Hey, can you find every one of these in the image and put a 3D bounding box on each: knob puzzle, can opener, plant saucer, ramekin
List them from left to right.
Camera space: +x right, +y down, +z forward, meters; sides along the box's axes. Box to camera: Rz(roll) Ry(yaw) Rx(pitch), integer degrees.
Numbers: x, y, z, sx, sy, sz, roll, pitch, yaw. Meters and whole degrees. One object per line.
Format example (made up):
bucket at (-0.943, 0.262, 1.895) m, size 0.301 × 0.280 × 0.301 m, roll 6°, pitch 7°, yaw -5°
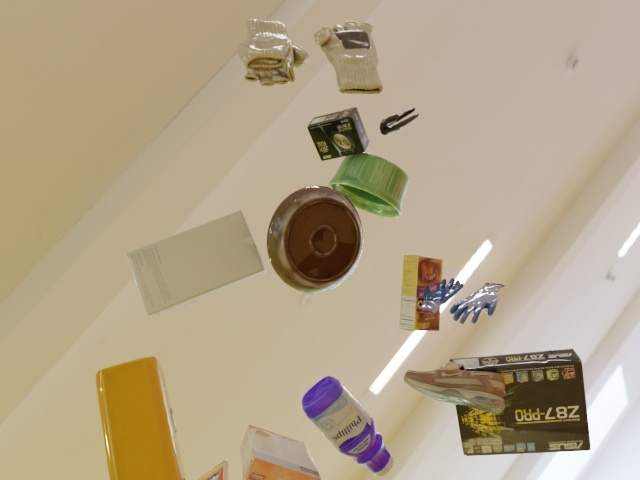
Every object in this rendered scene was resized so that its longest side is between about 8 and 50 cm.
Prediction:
knob puzzle at (-0.318, 0.683, 1.227) m, size 0.213 × 0.213 × 0.030 m, roll -43°, pitch -69°, yaw -13°
plant saucer at (0.000, 0.000, 1.346) m, size 0.310 × 0.050 × 0.311 m, roll -3°, pitch -84°, yaw -26°
ramekin at (0.195, -0.219, 1.840) m, size 0.303 × 0.303 × 0.148 m, roll 31°, pitch -101°, yaw -44°
can opener at (0.284, -0.427, 1.699) m, size 0.186 × 0.073 × 0.059 m, roll -27°, pitch -82°, yaw -29°

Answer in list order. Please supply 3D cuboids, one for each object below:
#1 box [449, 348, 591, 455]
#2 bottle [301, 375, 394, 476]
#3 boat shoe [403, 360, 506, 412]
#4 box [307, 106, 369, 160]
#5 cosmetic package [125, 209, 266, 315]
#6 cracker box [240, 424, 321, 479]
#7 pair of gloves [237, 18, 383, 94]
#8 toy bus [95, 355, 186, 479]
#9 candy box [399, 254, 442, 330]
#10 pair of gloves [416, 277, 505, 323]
box at (0.640, 0.529, 1.543) m, size 0.097 × 0.394 × 0.318 m, roll -51°, pitch -48°, yaw -71°
bottle at (0.077, 0.479, 1.202) m, size 0.118 × 0.092 × 0.283 m, roll -39°, pitch -80°, yaw -1°
boat shoe at (0.416, 0.440, 1.471) m, size 0.123 × 0.324 × 0.116 m, roll 46°, pitch -124°, yaw -42°
box at (0.065, -0.384, 1.722) m, size 0.147 × 0.180 × 0.077 m, roll 64°, pitch -146°, yaw -33°
cosmetic package at (-0.388, 0.076, 1.522) m, size 0.384 × 0.156 × 0.217 m, roll -20°, pitch -98°, yaw -9°
cracker box at (-0.100, 0.515, 1.101) m, size 0.155 × 0.232 × 0.067 m, roll 23°, pitch -99°, yaw -9°
pair of gloves at (-0.018, -0.322, 0.800) m, size 0.240 × 0.204 × 0.042 m, roll 4°, pitch -42°, yaw -4°
toy bus at (-0.290, 0.379, 0.799) m, size 0.108 × 0.333 × 0.130 m, roll -13°, pitch -24°, yaw -18°
candy box at (0.259, 0.135, 1.212) m, size 0.109 × 0.053 × 0.187 m, roll 9°, pitch -96°, yaw -41°
pair of gloves at (0.315, 0.135, 1.088) m, size 0.159 × 0.198 × 0.023 m, roll -33°, pitch -67°, yaw -39°
